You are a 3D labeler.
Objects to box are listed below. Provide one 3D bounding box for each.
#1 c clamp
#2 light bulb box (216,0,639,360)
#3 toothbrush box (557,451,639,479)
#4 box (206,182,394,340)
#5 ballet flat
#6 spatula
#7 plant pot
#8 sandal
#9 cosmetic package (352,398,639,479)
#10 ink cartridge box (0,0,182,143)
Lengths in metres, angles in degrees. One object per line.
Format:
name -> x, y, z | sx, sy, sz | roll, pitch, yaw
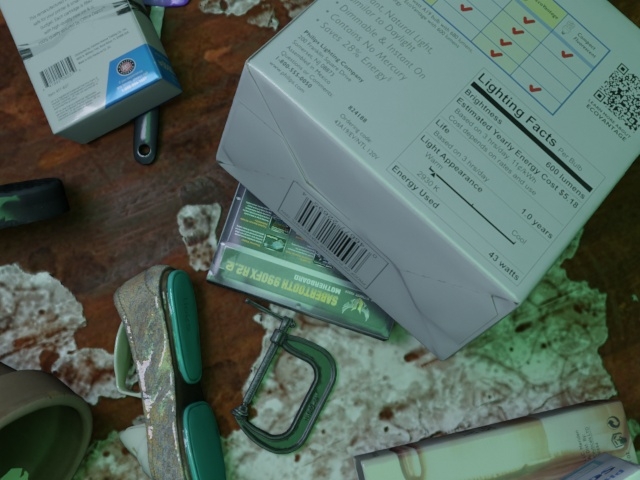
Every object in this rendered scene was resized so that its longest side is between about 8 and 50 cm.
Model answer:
c clamp -> -0.055, 0.168, 1.229 | 0.137, 0.022, 0.160 | 22, 81, -4
light bulb box -> 0.143, -0.133, 1.127 | 0.358, 0.225, 0.361 | 42, 65, 3
toothbrush box -> 0.280, 0.390, 0.990 | 0.216, 0.126, 0.295 | -31, 88, -5
box -> 0.000, 0.000, 1.232 | 0.231, 0.056, 0.183 | 18, 83, 0
ballet flat -> -0.182, 0.189, 1.191 | 0.106, 0.107, 0.316 | -13, 77, 16
spatula -> -0.208, -0.240, 1.268 | 0.084, 0.030, 0.296 | 4, 83, -1
plant pot -> -0.418, 0.205, 1.113 | 0.229, 0.263, 0.263 | 37, 82, 22
sandal -> -0.507, 0.019, 1.164 | 0.446, 0.167, 0.107 | -10, 101, -3
cosmetic package -> 0.196, 0.274, 1.159 | 0.296, 0.153, 0.129 | -13, 82, -5
ink cartridge box -> -0.277, -0.241, 1.220 | 0.148, 0.086, 0.203 | -25, 81, 10
